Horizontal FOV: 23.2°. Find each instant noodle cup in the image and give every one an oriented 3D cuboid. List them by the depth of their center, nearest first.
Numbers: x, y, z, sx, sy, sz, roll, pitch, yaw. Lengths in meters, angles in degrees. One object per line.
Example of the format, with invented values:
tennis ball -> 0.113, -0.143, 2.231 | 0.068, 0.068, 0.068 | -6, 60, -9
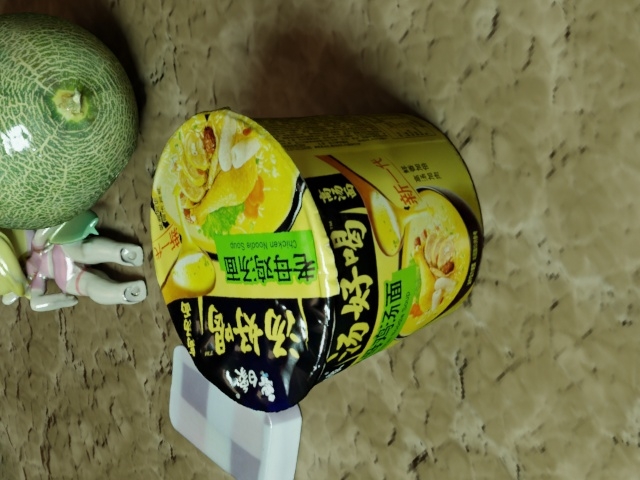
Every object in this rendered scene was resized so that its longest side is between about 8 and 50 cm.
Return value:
instant noodle cup -> 0.000, 0.000, 0.794 | 0.151, 0.122, 0.151 | 18, 114, 46

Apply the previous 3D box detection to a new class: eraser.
eraser -> -0.055, 0.109, 0.978 | 0.105, 0.026, 0.065 | 33, 123, 42

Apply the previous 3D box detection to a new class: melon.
melon -> -0.189, -0.076, 0.995 | 0.192, 0.139, 0.139 | -7, 96, 57

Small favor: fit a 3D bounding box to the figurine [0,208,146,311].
figurine -> -0.198, 0.012, 1.096 | 0.187, 0.083, 0.083 | 10, 110, 40
